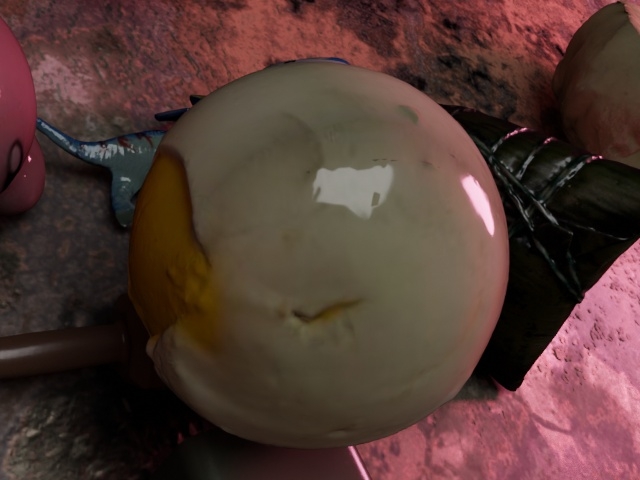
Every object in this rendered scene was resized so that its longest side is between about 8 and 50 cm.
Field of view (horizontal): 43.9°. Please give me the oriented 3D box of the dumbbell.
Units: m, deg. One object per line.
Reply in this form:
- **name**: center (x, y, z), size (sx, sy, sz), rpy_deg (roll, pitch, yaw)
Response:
- **dumbbell**: center (-0.218, 0.090, 0.642), size (0.230, 0.082, 0.092), rpy_deg (-4, 61, -35)

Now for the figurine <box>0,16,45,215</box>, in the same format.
- **figurine**: center (-0.348, -0.120, 0.614), size (0.261, 0.211, 0.270), rpy_deg (44, 47, 0)

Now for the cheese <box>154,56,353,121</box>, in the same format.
- **cheese**: center (-0.052, -0.146, 0.822), size (0.156, 0.250, 0.064), rpy_deg (-22, 104, -71)

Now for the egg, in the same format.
- **egg**: center (0.000, 0.000, 0.623), size (0.283, 0.283, 0.345), rpy_deg (34, 15, -9)

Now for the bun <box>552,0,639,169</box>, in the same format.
- **bun**: center (0.496, -0.193, 1.223), size (0.359, 0.211, 0.360), rpy_deg (26, 39, -24)

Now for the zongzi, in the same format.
- **zongzi**: center (0.106, -0.038, 0.855), size (0.362, 0.319, 0.383), rpy_deg (-8, 45, -35)

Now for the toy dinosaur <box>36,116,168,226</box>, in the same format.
- **toy dinosaur**: center (-0.142, -0.068, 0.808), size (0.329, 0.076, 0.144), rpy_deg (1, 51, -36)

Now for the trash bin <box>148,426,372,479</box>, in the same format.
- **trash bin**: center (-0.018, 0.265, 0.629), size (0.164, 0.122, 0.241), rpy_deg (-6, 61, -36)
